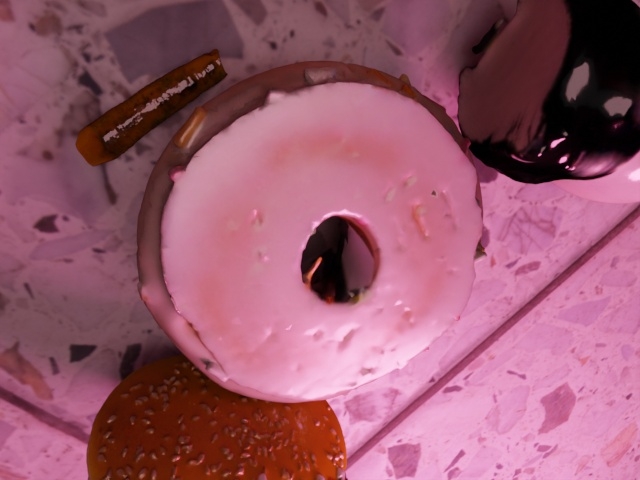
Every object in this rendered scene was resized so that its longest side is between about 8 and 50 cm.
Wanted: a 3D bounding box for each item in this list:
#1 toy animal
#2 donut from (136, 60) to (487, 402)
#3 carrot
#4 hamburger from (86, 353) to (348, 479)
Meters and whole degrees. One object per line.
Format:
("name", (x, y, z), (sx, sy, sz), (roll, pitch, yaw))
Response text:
("toy animal", (0.302, -0.156, 0.495), (0.266, 0.212, 0.213), (7, 109, -23))
("donut", (0.000, 0.000, 0.491), (0.381, 0.142, 0.383), (-6, 114, -14))
("carrot", (-0.167, -0.135, 0.446), (0.170, 0.042, 0.042), (-35, 117, -3))
("hamburger", (-0.108, 0.245, 0.514), (0.294, 0.227, 0.151), (9, 139, -19))
